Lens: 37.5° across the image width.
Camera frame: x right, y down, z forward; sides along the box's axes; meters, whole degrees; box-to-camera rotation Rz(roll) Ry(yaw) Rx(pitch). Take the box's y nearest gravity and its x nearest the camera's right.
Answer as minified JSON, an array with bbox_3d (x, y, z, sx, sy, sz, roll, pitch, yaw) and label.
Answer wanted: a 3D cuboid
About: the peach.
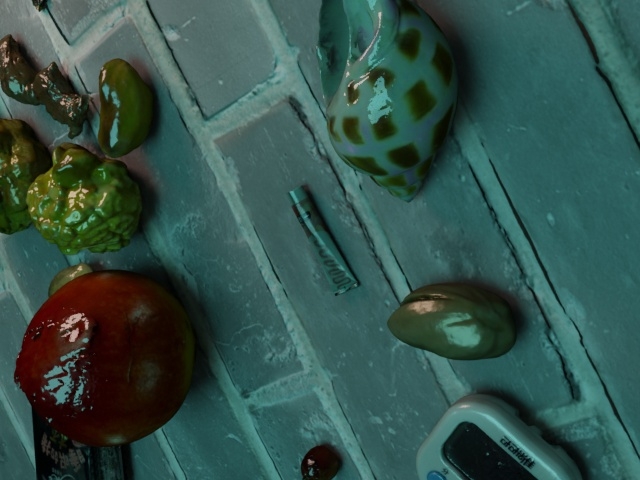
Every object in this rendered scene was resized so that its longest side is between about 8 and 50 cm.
[{"bbox_3d":[-0.423,0.228,1.848,0.370,0.370,0.370,12,112,31],"label":"peach"}]

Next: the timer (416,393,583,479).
[{"bbox_3d":[0.297,0.391,1.568,0.262,0.087,0.237,41,125,17],"label":"timer"}]

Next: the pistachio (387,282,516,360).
[{"bbox_3d":[0.211,0.134,1.523,0.226,0.136,0.136,3,107,41],"label":"pistachio"}]

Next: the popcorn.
[{"bbox_3d":[-0.474,-0.094,1.877,0.237,0.205,0.252,-39,64,53],"label":"popcorn"}]

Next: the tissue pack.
[{"bbox_3d":[-0.565,0.425,2.168,0.245,0.123,0.332,11,109,38],"label":"tissue pack"}]

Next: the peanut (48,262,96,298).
[{"bbox_3d":[-0.549,0.138,2.070,0.103,0.098,0.229,12,121,-14],"label":"peanut"}]

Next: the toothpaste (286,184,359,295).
[{"bbox_3d":[0.000,0.000,1.677,0.056,0.036,0.205,-25,94,36],"label":"toothpaste"}]

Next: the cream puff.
[{"bbox_3d":[-0.708,-0.133,2.033,0.281,0.185,0.282,10,107,33],"label":"cream puff"}]

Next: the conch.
[{"bbox_3d":[0.096,-0.221,1.435,0.249,0.197,0.368,44,133,44],"label":"conch"}]

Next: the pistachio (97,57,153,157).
[{"bbox_3d":[-0.375,-0.253,1.817,0.110,0.100,0.189,1,93,10],"label":"pistachio"}]

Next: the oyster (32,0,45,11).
[{"bbox_3d":[-0.579,-0.506,1.917,0.054,0.019,0.083,-1,105,35],"label":"oyster"}]

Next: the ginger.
[{"bbox_3d":[-0.583,-0.322,1.941,0.290,0.084,0.122,37,130,20],"label":"ginger"}]

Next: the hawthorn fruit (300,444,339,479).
[{"bbox_3d":[-0.002,0.430,1.801,0.077,0.077,0.077,12,112,31],"label":"hawthorn fruit"}]
